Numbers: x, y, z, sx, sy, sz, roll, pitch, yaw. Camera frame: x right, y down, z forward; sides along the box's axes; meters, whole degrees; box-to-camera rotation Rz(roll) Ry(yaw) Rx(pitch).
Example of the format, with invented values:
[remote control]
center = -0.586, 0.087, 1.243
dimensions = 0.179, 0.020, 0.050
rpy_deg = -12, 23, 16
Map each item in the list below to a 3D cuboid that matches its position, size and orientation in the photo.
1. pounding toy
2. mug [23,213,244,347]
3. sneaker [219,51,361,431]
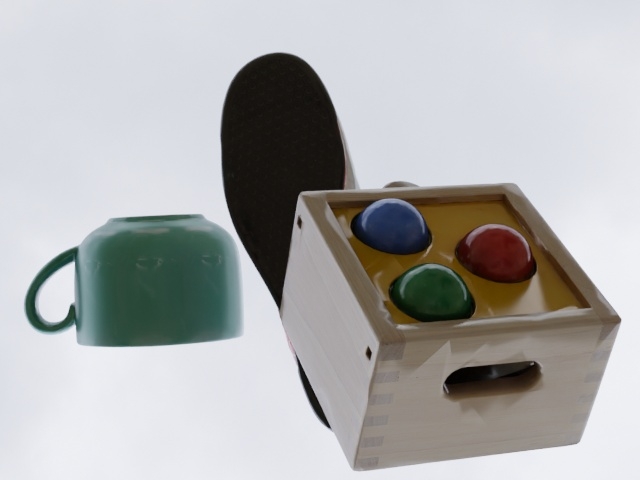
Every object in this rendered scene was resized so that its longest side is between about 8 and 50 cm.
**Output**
[pounding toy]
center = 0.075, 0.011, 0.741
dimensions = 0.181, 0.094, 0.206
rpy_deg = -4, -144, -20
[mug]
center = -0.137, 0.030, 1.064
dimensions = 0.158, 0.129, 0.097
rpy_deg = -2, -90, -33
[sneaker]
center = -0.001, 0.001, 0.993
dimensions = 0.090, 0.145, 0.270
rpy_deg = -17, -87, 7
